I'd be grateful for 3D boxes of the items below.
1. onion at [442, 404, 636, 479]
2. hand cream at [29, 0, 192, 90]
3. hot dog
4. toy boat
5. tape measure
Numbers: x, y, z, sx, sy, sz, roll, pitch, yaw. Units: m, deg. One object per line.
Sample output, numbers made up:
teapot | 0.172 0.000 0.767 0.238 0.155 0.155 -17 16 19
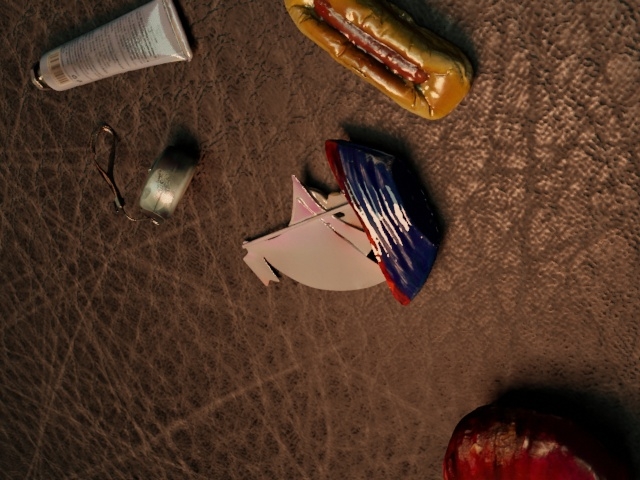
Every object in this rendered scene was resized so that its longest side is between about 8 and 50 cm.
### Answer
onion | 0.269 0.303 0.983 0.206 0.216 0.207 -7 105 28
hand cream | -0.281 -0.246 1.067 0.256 0.055 0.088 -11 103 30
hot dog | 0.055 -0.222 0.885 0.242 0.073 0.084 39 123 4
toy boat | 0.025 0.014 1.042 0.219 0.072 0.318 44 131 4
tape measure | -0.253 -0.107 1.095 0.180 0.104 0.107 37 131 5
